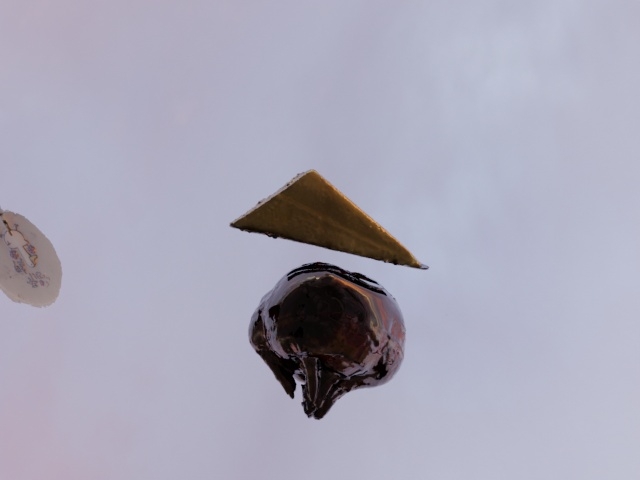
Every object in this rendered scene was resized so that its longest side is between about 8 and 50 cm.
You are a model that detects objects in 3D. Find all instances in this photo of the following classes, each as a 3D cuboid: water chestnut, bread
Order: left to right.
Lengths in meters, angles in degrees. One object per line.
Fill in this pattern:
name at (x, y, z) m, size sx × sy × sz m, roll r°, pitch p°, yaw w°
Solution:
bread at (0.000, 0.000, 1.122) m, size 0.242 × 0.346 × 0.405 m, roll -45°, pitch -93°, yaw 1°
water chestnut at (0.014, 0.170, 0.885) m, size 0.289 × 0.289 × 0.244 m, roll 22°, pitch -84°, yaw 17°

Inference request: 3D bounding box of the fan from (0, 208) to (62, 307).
fan at (-0.700, -0.038, 1.066) m, size 0.012 × 0.233 × 0.414 m, roll -24°, pitch -88°, yaw 5°
